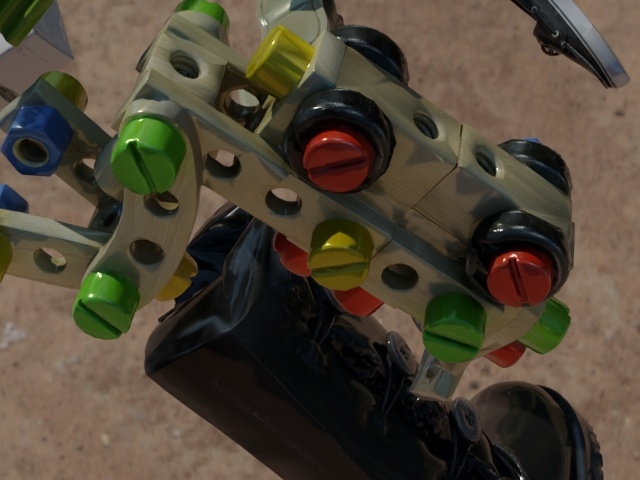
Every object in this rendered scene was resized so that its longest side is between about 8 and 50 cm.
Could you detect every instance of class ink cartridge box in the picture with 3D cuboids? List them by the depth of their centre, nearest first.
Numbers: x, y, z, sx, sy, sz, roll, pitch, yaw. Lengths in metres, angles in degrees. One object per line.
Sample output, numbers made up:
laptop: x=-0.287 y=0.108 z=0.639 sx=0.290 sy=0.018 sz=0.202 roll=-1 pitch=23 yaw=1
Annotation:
ink cartridge box: x=-0.401 y=-0.231 z=1.668 sx=0.191 sy=0.082 sz=0.139 roll=-30 pitch=57 yaw=16

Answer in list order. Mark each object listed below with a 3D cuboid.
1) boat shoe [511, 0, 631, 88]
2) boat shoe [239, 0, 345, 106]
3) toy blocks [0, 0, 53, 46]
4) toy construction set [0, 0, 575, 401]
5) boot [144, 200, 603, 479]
boat shoe: x=0.176 y=-0.161 z=1.043 sx=0.040 sy=0.049 sz=0.142 roll=-40 pitch=69 yaw=14
boat shoe: x=-0.019 y=-0.211 z=1.696 sx=0.127 sy=0.113 sz=0.340 roll=-30 pitch=31 yaw=16
toy blocks: x=-0.391 y=-0.298 z=1.107 sx=0.190 sy=0.261 sz=0.381 roll=-49 pitch=43 yaw=11
toy construction set: x=0.000 y=0.000 z=0.700 sx=0.328 sy=0.215 sz=0.151 roll=22 pitch=43 yaw=-28
boot: x=0.056 y=0.126 z=1.208 sx=0.146 sy=0.445 sz=0.367 roll=-43 pitch=21 yaw=17
